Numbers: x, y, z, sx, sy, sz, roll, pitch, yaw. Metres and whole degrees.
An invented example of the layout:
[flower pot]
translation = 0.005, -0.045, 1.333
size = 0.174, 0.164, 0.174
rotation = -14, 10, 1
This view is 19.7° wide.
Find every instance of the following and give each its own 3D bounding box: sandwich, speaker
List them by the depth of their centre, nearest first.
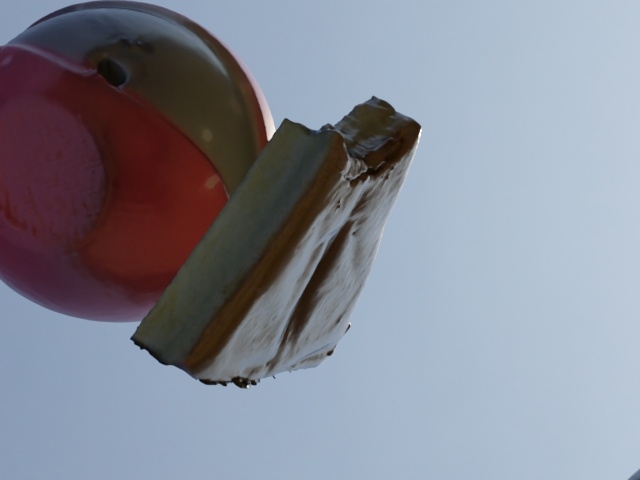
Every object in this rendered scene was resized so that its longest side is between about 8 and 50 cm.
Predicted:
[sandwich]
translation = 0.000, 0.000, 1.248
size = 0.212, 0.063, 0.245
rotation = -54, -16, 12
[speaker]
translation = -0.177, -0.076, 1.617
size = 0.294, 0.294, 0.294
rotation = -4, -85, -51

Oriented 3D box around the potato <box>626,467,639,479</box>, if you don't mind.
[potato]
translation = 0.249, 0.253, 1.126
size = 0.192, 0.141, 0.296
rotation = -1, -58, -14
